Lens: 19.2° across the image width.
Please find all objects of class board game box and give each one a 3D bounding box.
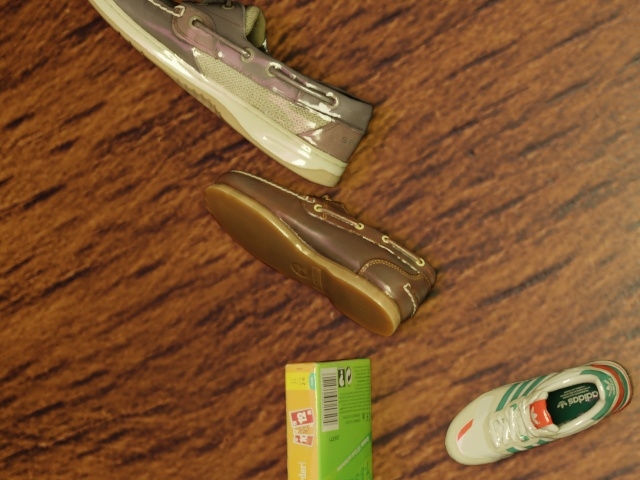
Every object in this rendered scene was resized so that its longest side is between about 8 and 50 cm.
[{"bbox_3d":[0.010,0.227,1.534,0.039,0.124,0.259,-5,87,21],"label":"board game box"}]

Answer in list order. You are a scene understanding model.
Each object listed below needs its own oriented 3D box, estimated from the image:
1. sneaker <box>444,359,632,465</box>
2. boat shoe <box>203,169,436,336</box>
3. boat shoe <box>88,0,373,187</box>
[{"bbox_3d":[0.166,0.137,1.505,0.161,0.075,0.057,-21,81,18],"label":"sneaker"},{"bbox_3d":[0.000,0.000,1.580,0.207,0.073,0.073,35,63,14],"label":"boat shoe"},{"bbox_3d":[-0.078,-0.158,1.594,0.285,0.103,0.092,39,96,13],"label":"boat shoe"}]
